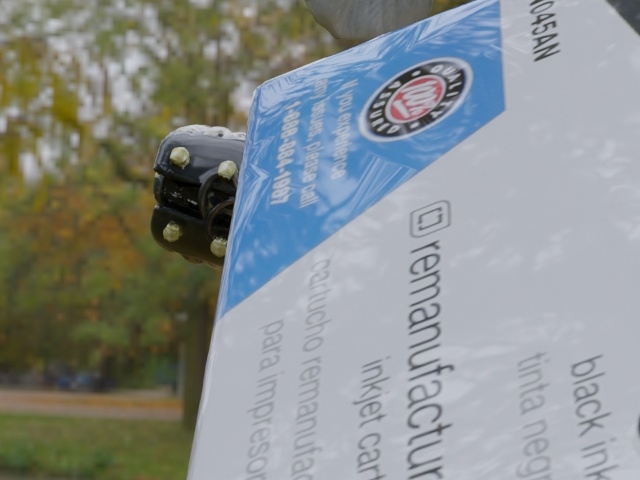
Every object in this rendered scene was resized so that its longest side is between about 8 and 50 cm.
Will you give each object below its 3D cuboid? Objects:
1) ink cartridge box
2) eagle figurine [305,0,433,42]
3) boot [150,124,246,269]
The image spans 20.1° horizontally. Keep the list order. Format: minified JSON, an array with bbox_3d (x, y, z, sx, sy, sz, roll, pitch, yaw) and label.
[{"bbox_3d":[0.179,0.016,0.481,0.395,0.166,0.285,-20,29,15],"label":"ink cartridge box"},{"bbox_3d":[0.063,-0.277,1.117,0.225,0.226,0.298,-13,30,-6],"label":"eagle figurine"},{"bbox_3d":[0.000,0.002,0.837,0.178,0.085,0.236,13,9,9],"label":"boot"}]
